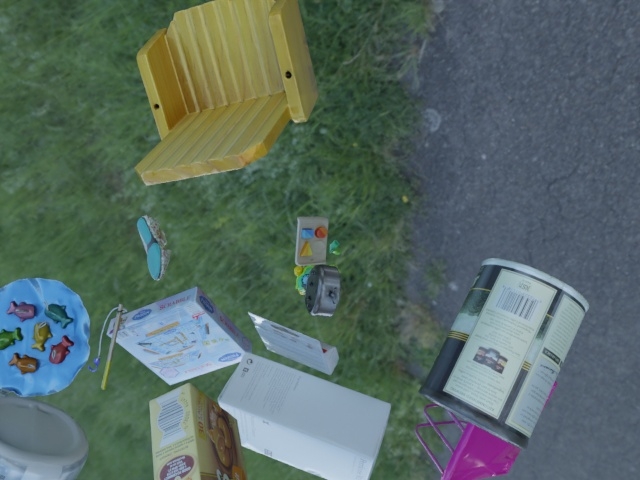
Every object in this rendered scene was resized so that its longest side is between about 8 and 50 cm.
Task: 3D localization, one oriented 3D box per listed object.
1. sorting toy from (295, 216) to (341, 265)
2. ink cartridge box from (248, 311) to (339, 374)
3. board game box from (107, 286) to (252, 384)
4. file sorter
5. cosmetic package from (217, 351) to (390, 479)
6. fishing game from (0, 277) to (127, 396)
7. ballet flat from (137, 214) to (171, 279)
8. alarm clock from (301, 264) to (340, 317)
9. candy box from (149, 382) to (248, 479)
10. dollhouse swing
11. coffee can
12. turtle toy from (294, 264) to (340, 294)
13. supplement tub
[{"bbox_3d":[0.000,0.000,0.739,0.012,0.083,0.062,4,95,41],"label":"sorting toy"},{"bbox_3d":[-0.057,0.222,1.319,0.181,0.056,0.225,18,151,18],"label":"ink cartridge box"},{"bbox_3d":[-0.427,0.305,1.780,0.066,0.318,0.318,-93,-23,-47],"label":"board game box"},{"bbox_3d":[0.378,0.402,1.379,0.182,0.202,0.291,51,131,52],"label":"file sorter"},{"bbox_3d":[-0.038,0.445,1.403,0.384,0.156,0.217,17,138,15],"label":"cosmetic package"},{"bbox_3d":[-0.449,0.150,0.885,0.264,0.189,0.041,16,175,-1],"label":"fishing game"},{"bbox_3d":[-0.532,0.019,1.880,0.091,0.077,0.241,-38,63,33],"label":"ballet flat"},{"bbox_3d":[0.008,0.124,1.398,0.064,0.129,0.192,9,179,-21],"label":"alarm clock"},{"bbox_3d":[-0.186,0.416,0.935,0.183,0.087,0.316,58,-171,-47],"label":"candy box"},{"bbox_3d":[-0.228,-0.314,1.145,0.346,0.305,0.315,-6,109,23],"label":"dollhouse swing"},{"bbox_3d":[0.327,0.199,1.028,0.201,0.275,0.201,28,170,5],"label":"coffee can"},{"bbox_3d":[-0.009,0.100,1.540,0.066,0.130,0.095,42,152,45],"label":"turtle toy"},{"bbox_3d":[-0.518,0.420,0.887,0.193,0.316,0.193,29,-177,-1],"label":"supplement tub"}]
